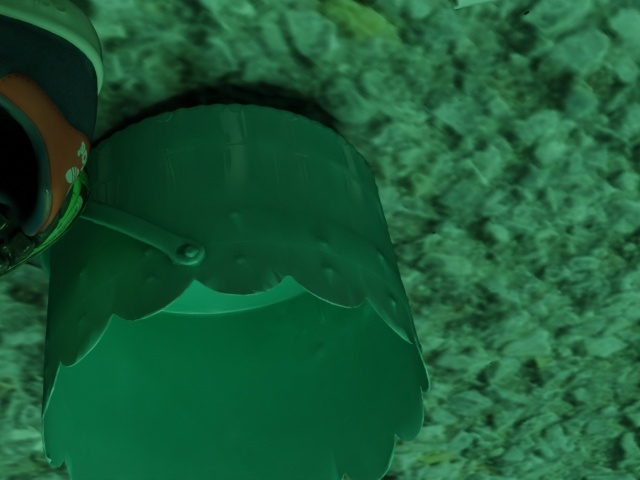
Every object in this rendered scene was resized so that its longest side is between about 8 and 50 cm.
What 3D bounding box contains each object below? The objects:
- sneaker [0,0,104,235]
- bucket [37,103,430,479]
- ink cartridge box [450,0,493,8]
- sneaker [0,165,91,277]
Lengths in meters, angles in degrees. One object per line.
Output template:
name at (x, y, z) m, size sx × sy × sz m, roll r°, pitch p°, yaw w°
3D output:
sneaker at (-0.291, -0.081, 1.020) m, size 0.350 × 0.148 × 0.131 m, roll 7°, pitch 142°, yaw -11°
bucket at (-0.067, 0.051, 1.319) m, size 0.281 × 0.183 × 0.281 m, roll -5°, pitch 140°, yaw -4°
ink cartridge box at (0.210, -0.278, 1.106) m, size 0.306 × 0.131 × 0.226 m, roll -12°, pitch 146°, yaw -14°
sneaker at (-0.302, 0.015, 1.217) m, size 0.343 × 0.134 × 0.146 m, roll -16°, pitch 175°, yaw 9°
